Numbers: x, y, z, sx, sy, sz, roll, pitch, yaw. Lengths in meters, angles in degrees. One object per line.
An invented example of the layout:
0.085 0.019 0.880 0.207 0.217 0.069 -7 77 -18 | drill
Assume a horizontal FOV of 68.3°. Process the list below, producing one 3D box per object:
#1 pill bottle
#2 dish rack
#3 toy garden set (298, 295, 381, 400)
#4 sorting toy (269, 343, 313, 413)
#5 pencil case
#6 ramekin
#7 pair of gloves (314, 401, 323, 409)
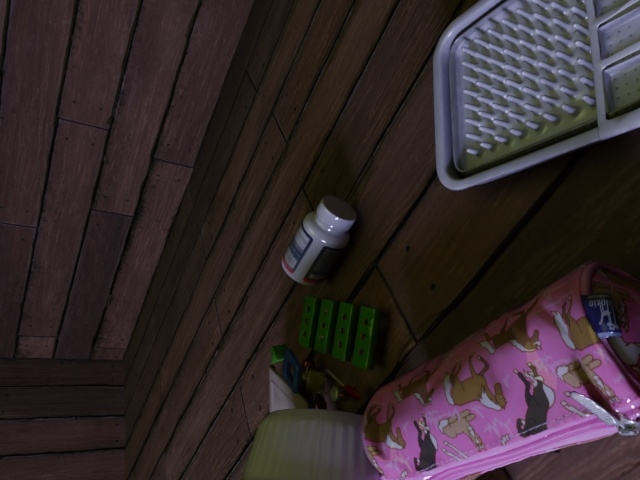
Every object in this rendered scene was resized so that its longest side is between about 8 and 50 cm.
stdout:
0.000 0.000 0.999 0.180 0.108 0.108 -58 37 31 | pill bottle
0.291 -0.227 0.619 0.333 0.072 0.285 -20 65 56 | dish rack
0.036 0.223 0.935 0.244 0.049 0.203 0 80 58 | toy garden set
-0.056 0.376 0.975 0.196 0.047 0.347 25 117 60 | sorting toy
0.209 0.181 0.546 0.386 0.167 0.160 -48 60 43 | pencil case
0.012 0.351 0.736 0.273 0.273 0.127 -37 38 49 | ramekin
0.002 0.436 0.948 0.198 0.023 0.159 37 113 57 | pair of gloves
